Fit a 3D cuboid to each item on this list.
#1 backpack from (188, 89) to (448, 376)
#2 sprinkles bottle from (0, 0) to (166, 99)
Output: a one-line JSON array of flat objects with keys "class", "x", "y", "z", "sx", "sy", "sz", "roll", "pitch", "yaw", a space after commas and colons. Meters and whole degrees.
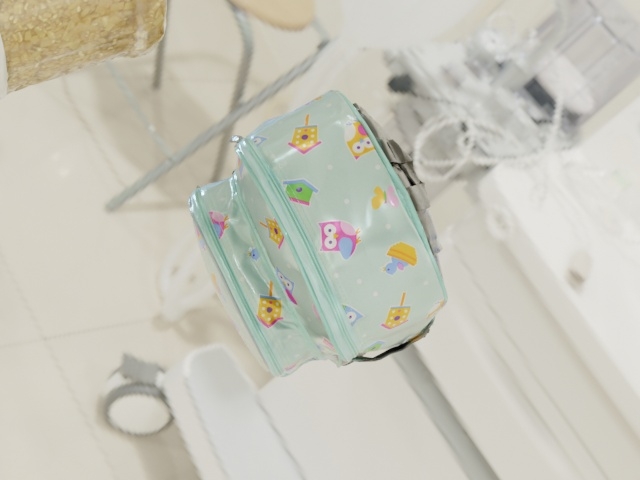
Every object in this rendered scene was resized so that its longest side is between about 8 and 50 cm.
[{"class": "backpack", "x": 0.000, "y": 0.000, "z": 0.763, "sx": 0.144, "sy": 0.188, "sz": 0.166, "roll": -24, "pitch": 85, "yaw": -11}, {"class": "sprinkles bottle", "x": -0.255, "y": -0.094, "z": 0.587, "sx": 0.355, "sy": 0.121, "sz": 0.121, "roll": -23, "pitch": 70, "yaw": -21}]
